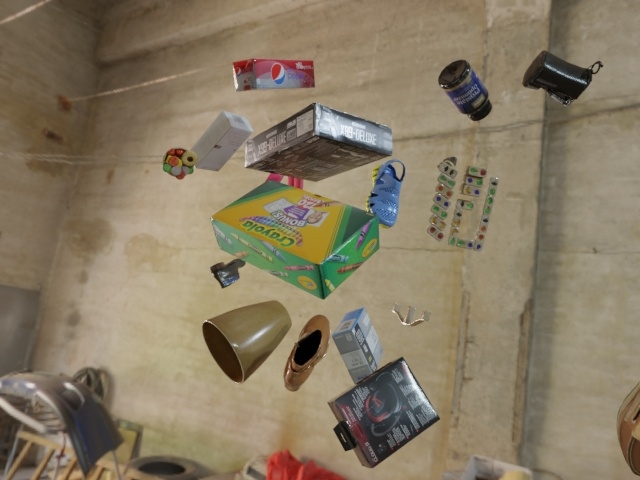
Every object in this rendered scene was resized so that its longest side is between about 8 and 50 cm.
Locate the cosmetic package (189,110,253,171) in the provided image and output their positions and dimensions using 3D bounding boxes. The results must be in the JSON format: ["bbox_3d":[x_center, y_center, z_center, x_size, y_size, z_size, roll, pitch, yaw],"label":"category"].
[{"bbox_3d":[-0.366,-0.357,1.740,0.231,0.086,0.117,-42,-23,29],"label":"cosmetic package"}]

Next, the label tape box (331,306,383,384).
[{"bbox_3d":[0.196,0.510,2.131,0.115,0.348,0.249,-24,7,22],"label":"label tape box"}]

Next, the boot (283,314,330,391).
[{"bbox_3d":[-0.032,0.309,1.460,0.109,0.283,0.220,29,-35,11],"label":"boot"}]

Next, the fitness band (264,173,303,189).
[{"bbox_3d":[-0.136,-0.130,1.569,0.054,0.209,0.291,31,-30,15],"label":"fitness band"}]

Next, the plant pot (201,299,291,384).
[{"bbox_3d":[-0.231,0.312,1.618,0.254,0.237,0.237,-31,14,-34],"label":"plant pot"}]

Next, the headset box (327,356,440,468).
[{"bbox_3d":[0.178,0.527,1.454,0.293,0.218,0.110,-27,-13,-21],"label":"headset box"}]

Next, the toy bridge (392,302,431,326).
[{"bbox_3d":[0.290,0.247,1.563,0.026,0.063,0.188,19,-7,-23],"label":"toy bridge"}]

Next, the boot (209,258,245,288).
[{"bbox_3d":[-0.388,0.145,2.083,0.082,0.106,0.219,-33,-10,30],"label":"boot"}]

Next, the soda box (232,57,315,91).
[{"bbox_3d":[-0.130,-0.489,1.411,0.092,0.084,0.263,7,20,37],"label":"soda box"}]

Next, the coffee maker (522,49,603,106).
[{"bbox_3d":[0.805,-0.565,1.608,0.178,0.120,0.171,20,-52,-8],"label":"coffee maker"}]

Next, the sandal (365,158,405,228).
[{"bbox_3d":[0.258,-0.193,1.829,0.126,0.318,0.138,19,-32,-22],"label":"sandal"}]

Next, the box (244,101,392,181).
[{"bbox_3d":[-0.012,-0.231,1.198,0.242,0.077,0.307,5,-10,-37],"label":"box"}]

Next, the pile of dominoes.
[{"bbox_3d":[0.436,-0.101,1.450,0.195,0.252,0.040,10,7,-8],"label":"pile of dominoes"}]

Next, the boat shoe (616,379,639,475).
[{"bbox_3d":[0.657,0.345,0.917,0.122,0.324,0.120,8,28,24],"label":"boat shoe"}]

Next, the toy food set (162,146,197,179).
[{"bbox_3d":[-0.361,-0.198,1.219,0.083,0.083,0.020,17,17,-33],"label":"toy food set"}]

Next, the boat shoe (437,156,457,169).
[{"bbox_3d":[0.503,-0.296,1.877,0.056,0.049,0.152,47,-1,-4],"label":"boat shoe"}]

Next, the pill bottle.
[{"bbox_3d":[0.532,-0.538,1.731,0.122,0.123,0.219,-4,-31,47],"label":"pill bottle"}]

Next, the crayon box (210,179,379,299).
[{"bbox_3d":[-0.050,-0.014,0.889,0.278,0.165,0.081,22,-44,35],"label":"crayon box"}]
